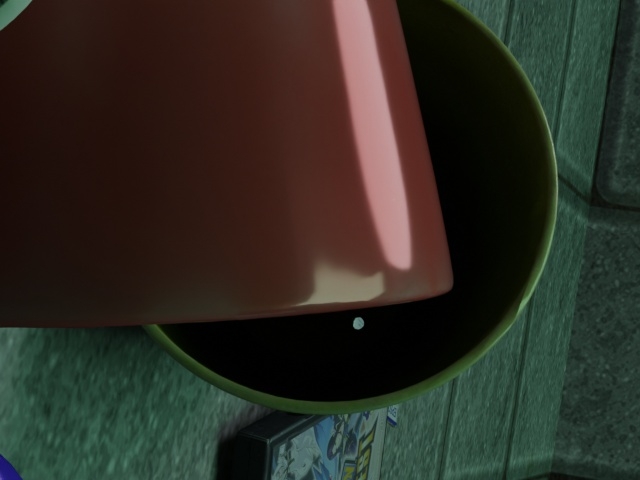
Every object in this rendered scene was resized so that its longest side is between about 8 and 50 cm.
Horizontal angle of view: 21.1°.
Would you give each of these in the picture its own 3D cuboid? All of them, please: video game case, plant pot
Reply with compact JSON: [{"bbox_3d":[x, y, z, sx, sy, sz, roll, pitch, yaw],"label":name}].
[{"bbox_3d":[-0.015,0.262,1.472,0.248,0.035,0.275,-21,120,-62],"label":"video game case"},{"bbox_3d":[0.000,0.000,1.150,0.293,0.275,0.274,96,6,-76],"label":"plant pot"},{"bbox_3d":[-0.079,-0.088,0.820,0.275,0.275,0.243,-9,97,-73],"label":"plant pot"}]

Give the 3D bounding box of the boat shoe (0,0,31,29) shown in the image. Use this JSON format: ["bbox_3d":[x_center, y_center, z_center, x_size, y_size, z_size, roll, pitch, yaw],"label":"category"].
[{"bbox_3d":[-0.122,-0.167,0.632,0.099,0.319,0.116,24,37,-58],"label":"boat shoe"}]

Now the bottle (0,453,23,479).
[{"bbox_3d":[-0.215,0.221,0.757,0.118,0.092,0.283,82,23,-48],"label":"bottle"}]

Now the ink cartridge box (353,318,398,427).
[{"bbox_3d":[0.053,0.049,1.656,0.223,0.045,0.224,51,51,-67],"label":"ink cartridge box"}]
